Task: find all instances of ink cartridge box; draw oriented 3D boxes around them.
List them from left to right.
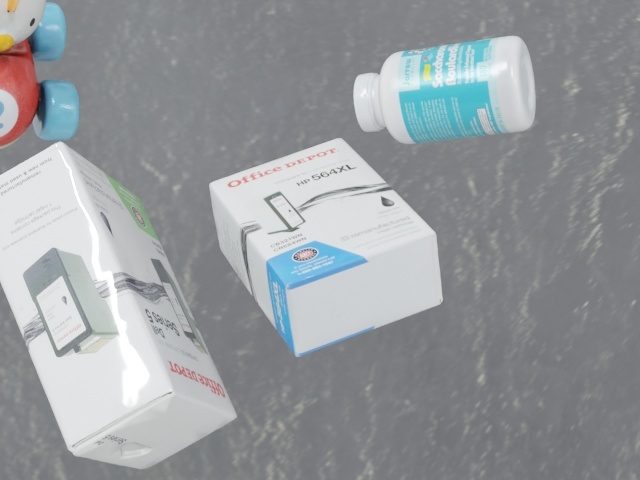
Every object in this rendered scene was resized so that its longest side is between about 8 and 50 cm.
[{"bbox_3d":[-0.206,0.069,1.203,0.115,0.198,0.272,-29,71,5],"label":"ink cartridge box"},{"bbox_3d":[0.000,0.000,1.155,0.148,0.203,0.086,-20,126,-16],"label":"ink cartridge box"}]

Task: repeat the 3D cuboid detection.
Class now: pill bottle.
[{"bbox_3d":[0.189,-0.227,1.917,0.264,0.146,0.146,-6,95,20],"label":"pill bottle"}]

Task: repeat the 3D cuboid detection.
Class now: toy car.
[{"bbox_3d":[-0.367,-0.235,1.380,0.238,0.219,0.210,-42,55,53],"label":"toy car"}]
